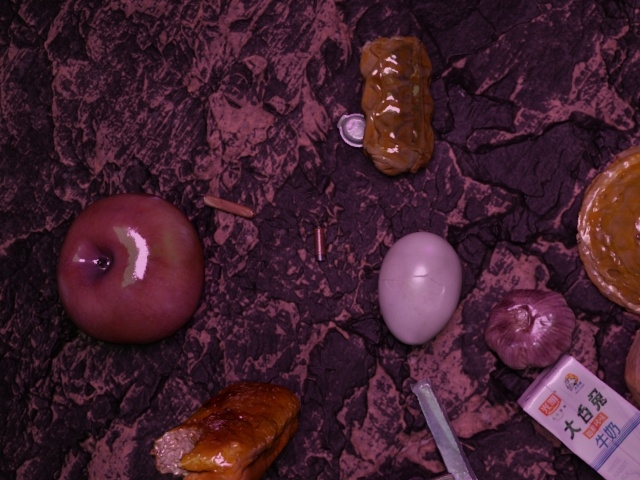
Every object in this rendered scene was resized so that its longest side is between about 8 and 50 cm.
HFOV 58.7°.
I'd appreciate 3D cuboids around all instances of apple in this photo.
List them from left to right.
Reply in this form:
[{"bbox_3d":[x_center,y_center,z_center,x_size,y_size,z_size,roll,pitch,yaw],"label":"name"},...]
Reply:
[{"bbox_3d":[-0.368,0.058,1.112,0.306,0.235,0.305,-1,84,13],"label":"apple"}]

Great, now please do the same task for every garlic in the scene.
[{"bbox_3d":[0.370,0.155,1.015,0.159,0.102,0.147,-29,59,16],"label":"garlic"}]

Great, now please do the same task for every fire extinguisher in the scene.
[{"bbox_3d":[0.000,0.000,1.153,0.028,0.023,0.083,-10,78,47],"label":"fire extinguisher"}]

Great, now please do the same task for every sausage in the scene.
[{"bbox_3d":[-0.191,-0.071,1.200,0.116,0.026,0.026,17,87,12],"label":"sausage"}]

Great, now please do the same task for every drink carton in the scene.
[{"bbox_3d":[0.504,0.341,0.970,0.315,0.106,0.130,41,91,13],"label":"drink carton"}]

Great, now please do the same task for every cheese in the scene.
[{"bbox_3d":[0.090,-0.216,1.160,0.121,0.026,0.067,32,89,5],"label":"cheese"}]

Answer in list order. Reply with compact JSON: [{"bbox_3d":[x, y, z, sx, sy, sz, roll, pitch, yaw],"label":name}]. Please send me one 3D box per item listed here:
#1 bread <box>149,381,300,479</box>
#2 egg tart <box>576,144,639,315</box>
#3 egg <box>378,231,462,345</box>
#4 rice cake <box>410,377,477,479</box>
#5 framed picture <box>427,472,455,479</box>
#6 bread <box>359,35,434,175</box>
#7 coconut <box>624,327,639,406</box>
[{"bbox_3d":[-0.157,0.326,0.964,0.186,0.380,0.109,4,90,11],"label":"bread"},{"bbox_3d":[0.622,-0.011,0.977,0.342,0.132,0.340,-1,84,10],"label":"egg tart"},{"bbox_3d":[0.180,0.088,1.042,0.151,0.151,0.209,8,87,12],"label":"egg"},{"bbox_3d":[0.229,0.357,1.059,0.043,0.034,0.210,-26,79,16],"label":"rice cake"},{"bbox_3d":[0.151,0.550,1.027,0.260,0.023,0.188,-22,83,7],"label":"framed picture"},{"bbox_3d":[0.149,-0.256,1.097,0.152,0.130,0.267,2,83,-21],"label":"bread"},{"bbox_3d":[0.597,0.189,0.870,0.237,0.237,0.197,-39,34,5],"label":"coconut"}]
